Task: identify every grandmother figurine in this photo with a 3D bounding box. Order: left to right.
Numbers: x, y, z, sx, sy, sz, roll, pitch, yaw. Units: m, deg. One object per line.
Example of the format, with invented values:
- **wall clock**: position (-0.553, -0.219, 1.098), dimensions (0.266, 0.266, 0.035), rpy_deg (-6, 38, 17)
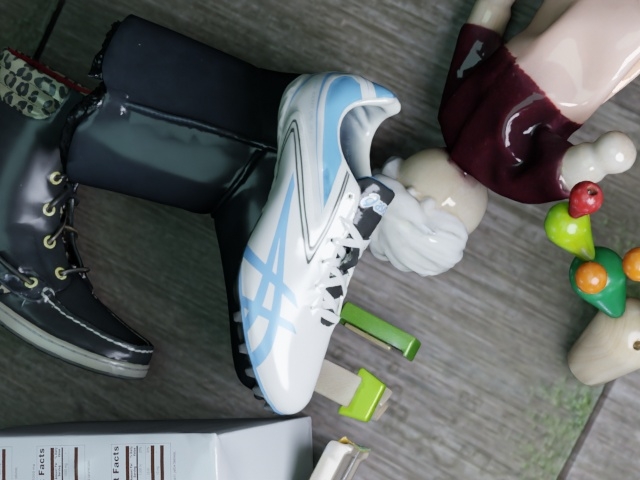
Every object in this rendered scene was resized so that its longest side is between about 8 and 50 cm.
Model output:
- **grandmother figurine**: position (0.155, -0.103, 1.327), dimensions (0.342, 0.104, 0.208), rpy_deg (-46, 33, 18)

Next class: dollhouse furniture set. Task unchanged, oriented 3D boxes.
- **dollhouse furniture set**: position (0.011, 0.124, 1.389), dimensions (0.059, 0.076, 0.151), rpy_deg (27, 87, 15)

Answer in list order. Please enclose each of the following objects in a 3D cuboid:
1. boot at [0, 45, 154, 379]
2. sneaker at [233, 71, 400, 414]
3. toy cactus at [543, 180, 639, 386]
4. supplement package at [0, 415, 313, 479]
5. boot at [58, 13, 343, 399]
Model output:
- **boot**: position (-0.195, -0.020, 1.455), dimensions (0.236, 0.085, 0.178), rpy_deg (32, 96, 15)
- **sneaker**: position (0.000, 0.000, 1.295), dimensions (0.086, 0.085, 0.237), rpy_deg (4, 78, 26)
- **toy cactus**: position (0.224, 0.035, 1.290), dimensions (0.180, 0.219, 0.112), rpy_deg (-46, 35, 49)
- **supplement package**: position (-0.128, 0.203, 1.369), dimensions (0.203, 0.194, 0.149), rpy_deg (-3, 87, 19)
- **boot**: position (-0.088, -0.024, 1.393), dimensions (0.207, 0.094, 0.246), rpy_deg (14, 87, 4)
